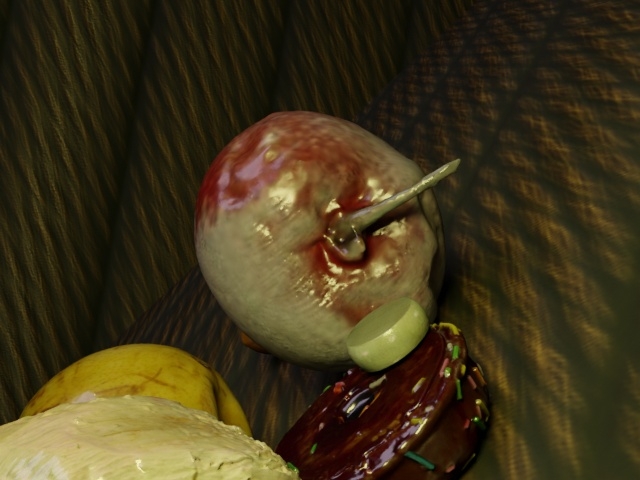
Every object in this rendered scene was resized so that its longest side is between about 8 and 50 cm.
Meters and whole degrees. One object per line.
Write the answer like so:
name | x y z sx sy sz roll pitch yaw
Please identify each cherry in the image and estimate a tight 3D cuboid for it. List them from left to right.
cherry | 0.009 0.010 1.204 0.291 0.326 0.335 -42 -22 -7

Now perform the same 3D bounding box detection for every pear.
pear | -0.219 0.251 1.143 0.281 0.280 0.280 -40 12 10

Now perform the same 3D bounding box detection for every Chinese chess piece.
Chinese chess piece | 0.064 0.089 0.939 0.084 0.034 0.084 -35 12 9

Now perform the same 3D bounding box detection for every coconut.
coconut | -0.169 0.264 0.721 0.297 0.297 0.255 -34 -23 34

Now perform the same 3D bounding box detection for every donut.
donut | 0.061 0.179 0.916 0.235 0.089 0.235 -40 12 10

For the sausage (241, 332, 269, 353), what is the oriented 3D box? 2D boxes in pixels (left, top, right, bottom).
sausage | -0.017 0.092 1.467 0.274 0.105 0.105 -32 15 40
